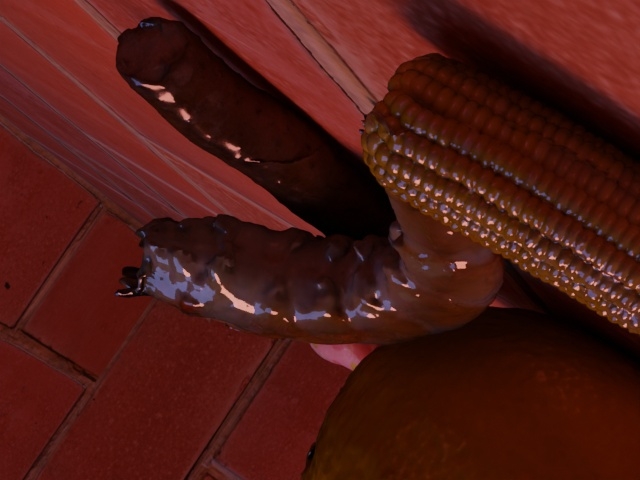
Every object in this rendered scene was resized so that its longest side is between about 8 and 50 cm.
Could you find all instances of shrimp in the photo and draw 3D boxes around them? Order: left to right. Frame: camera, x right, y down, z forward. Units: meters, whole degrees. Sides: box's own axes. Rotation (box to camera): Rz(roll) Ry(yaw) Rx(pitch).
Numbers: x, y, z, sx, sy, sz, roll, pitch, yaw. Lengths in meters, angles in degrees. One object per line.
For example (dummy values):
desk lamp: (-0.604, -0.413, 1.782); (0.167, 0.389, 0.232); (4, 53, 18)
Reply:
shrimp: (0.017, 0.013, 1.052); (0.185, 0.068, 0.287); (23, 159, -27)

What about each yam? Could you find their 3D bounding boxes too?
yam: (-0.033, -0.059, 1.076); (0.241, 0.057, 0.057); (38, 174, -41)

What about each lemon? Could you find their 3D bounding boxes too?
lemon: (0.123, 0.169, 1.162); (0.245, 0.245, 0.320); (39, 179, -40)

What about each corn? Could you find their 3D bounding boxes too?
corn: (0.094, -0.013, 0.681); (0.165, 0.063, 0.085); (32, 165, 5)

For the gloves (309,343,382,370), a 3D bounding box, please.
gloves: (0.079, 0.128, 1.756); (0.241, 0.126, 0.145); (36, 151, 15)
